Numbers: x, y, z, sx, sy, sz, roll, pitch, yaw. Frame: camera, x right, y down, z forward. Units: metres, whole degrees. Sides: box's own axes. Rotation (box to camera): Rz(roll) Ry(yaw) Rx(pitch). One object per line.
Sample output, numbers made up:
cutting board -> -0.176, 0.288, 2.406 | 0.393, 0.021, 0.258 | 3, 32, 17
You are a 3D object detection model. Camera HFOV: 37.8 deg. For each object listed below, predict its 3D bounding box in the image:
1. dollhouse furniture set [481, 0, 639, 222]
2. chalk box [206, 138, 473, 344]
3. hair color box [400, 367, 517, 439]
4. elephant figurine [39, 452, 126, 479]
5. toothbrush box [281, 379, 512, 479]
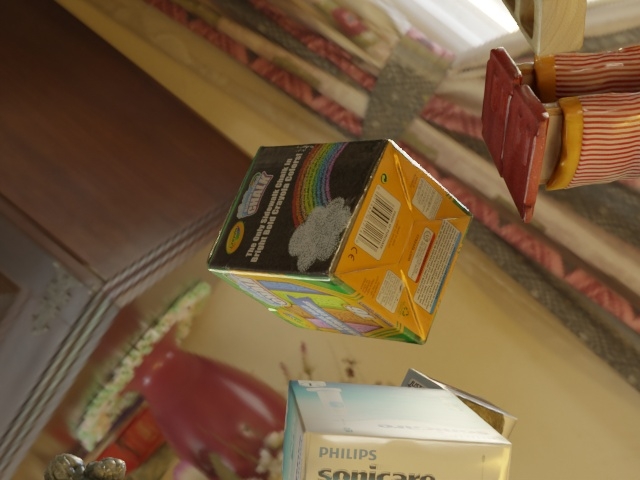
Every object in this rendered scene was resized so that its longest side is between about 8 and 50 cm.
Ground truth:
dollhouse furniture set -> 0.268, -0.211, 0.831 | 0.152, 0.201, 0.374 | -104, -173, -49
chalk box -> 0.000, 0.000, 1.133 | 0.289, 0.179, 0.180 | 3, -116, 48
hair color box -> 0.173, 0.436, 1.646 | 0.114, 0.185, 0.374 | 25, -91, 61
elephant figurine -> -0.242, 0.350, 1.066 | 0.239, 0.186, 0.169 | 10, -98, 49
toothbrush box -> 0.071, 0.250, 1.069 | 0.295, 0.216, 0.126 | -173, -92, -84
